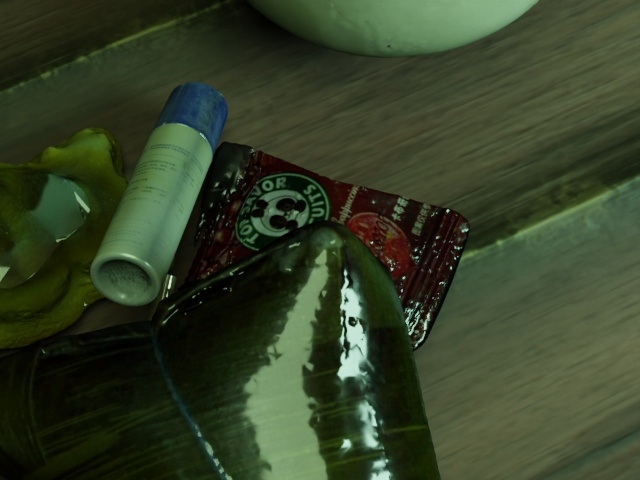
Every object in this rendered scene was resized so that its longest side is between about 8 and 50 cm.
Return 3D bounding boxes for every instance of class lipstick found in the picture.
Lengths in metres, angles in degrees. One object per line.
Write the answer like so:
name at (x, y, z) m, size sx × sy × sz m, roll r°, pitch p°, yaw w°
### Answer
lipstick at (-0.139, 0.075, 1.158) m, size 0.019 × 0.019 × 0.094 m, roll 9°, pitch 75°, yaw 3°

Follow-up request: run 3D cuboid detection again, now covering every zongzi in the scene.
zongzi at (-0.109, 0.237, 1.018) m, size 0.432 × 0.208 × 0.403 m, roll -17°, pitch 74°, yaw 7°

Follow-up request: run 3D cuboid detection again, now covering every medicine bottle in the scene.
medicine bottle at (-0.131, -0.045, 1.149) m, size 0.059 × 0.059 × 0.231 m, roll 12°, pitch 43°, yaw 4°

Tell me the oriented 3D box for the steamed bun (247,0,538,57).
steamed bun at (0.064, -0.326, 1.219) m, size 0.374 × 0.241 × 0.374 m, roll -1°, pitch 70°, yaw 3°

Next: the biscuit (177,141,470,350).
biscuit at (-0.001, 0.006, 1.174) m, size 0.235 × 0.063 × 0.151 m, roll 15°, pitch 57°, yaw 10°

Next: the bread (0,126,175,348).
bread at (-0.253, -0.001, 1.161) m, size 0.233 × 0.088 × 0.161 m, roll -28°, pitch 67°, yaw -14°
